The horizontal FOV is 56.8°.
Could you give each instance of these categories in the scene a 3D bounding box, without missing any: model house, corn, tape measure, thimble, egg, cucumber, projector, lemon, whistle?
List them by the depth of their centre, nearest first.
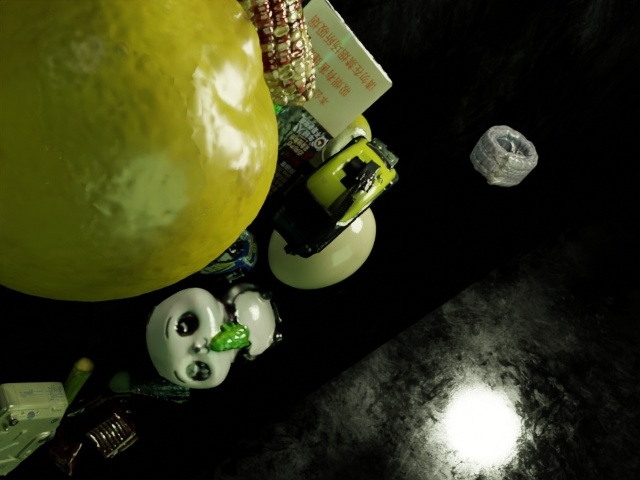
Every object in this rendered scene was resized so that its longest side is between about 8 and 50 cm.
[{"bbox_3d":[-0.205,-0.104,0.542,0.348,0.348,0.348,-30,157,-14],"label":"lemon"},{"bbox_3d":[-0.070,-0.263,0.614,0.098,0.098,0.290,-31,137,-10],"label":"corn"},{"bbox_3d":[0.012,-0.064,0.888,0.199,0.112,0.186,-44,-179,35],"label":"tape measure"},{"bbox_3d":[0.009,-0.198,0.970,0.123,0.123,0.223,-34,136,-5],"label":"whistle"},{"bbox_3d":[0.000,0.000,1.204,0.241,0.186,0.186,-36,159,23],"label":"egg"},{"bbox_3d":[-0.640,0.396,1.208,0.269,0.088,0.193,-42,154,16],"label":"projector"},{"bbox_3d":[-0.529,0.453,1.381,0.203,0.164,0.141,-28,151,-12],"label":"model house"},{"bbox_3d":[-0.415,0.344,1.436,0.193,0.115,0.086,24,75,-59],"label":"cucumber"},{"bbox_3d":[0.460,-0.210,1.488,0.150,0.150,0.098,-17,152,-37],"label":"thimble"}]

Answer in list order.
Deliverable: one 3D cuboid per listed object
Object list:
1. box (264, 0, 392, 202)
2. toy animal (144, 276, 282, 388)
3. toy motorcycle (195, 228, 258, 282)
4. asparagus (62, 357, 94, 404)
[{"bbox_3d":[-0.076,-0.183,0.813,0.310,0.084,0.198,-41,141,12],"label":"box"},{"bbox_3d":[-0.223,0.189,1.240,0.266,0.212,0.212,-23,155,-43],"label":"toy animal"},{"bbox_3d":[-0.208,0.015,0.932,0.315,0.113,0.169,-9,164,37],"label":"toy motorcycle"},{"bbox_3d":[-0.530,0.311,1.258,0.041,0.045,0.178,23,125,-26],"label":"asparagus"}]
